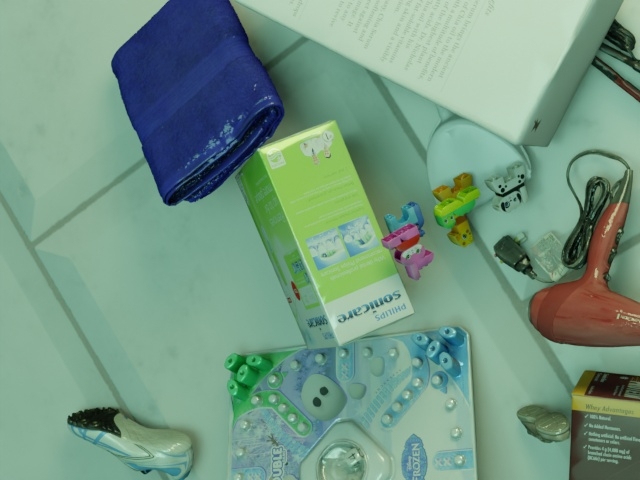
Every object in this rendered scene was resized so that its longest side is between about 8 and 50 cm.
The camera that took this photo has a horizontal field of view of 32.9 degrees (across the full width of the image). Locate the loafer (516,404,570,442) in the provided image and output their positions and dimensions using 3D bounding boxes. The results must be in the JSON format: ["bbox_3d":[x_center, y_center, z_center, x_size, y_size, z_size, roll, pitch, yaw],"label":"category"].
[{"bbox_3d":[0.313,0.260,1.494,0.045,0.125,0.039,-22,100,-12],"label":"loafer"}]

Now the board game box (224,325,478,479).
[{"bbox_3d":[0.030,0.326,1.549,0.390,0.050,0.389,-10,66,22],"label":"board game box"}]

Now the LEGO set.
[{"bbox_3d":[0.177,-0.019,1.463,0.227,0.087,0.093,-29,113,-17],"label":"LEGO set"}]

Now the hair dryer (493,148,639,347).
[{"bbox_3d":[0.348,0.031,1.392,0.223,0.080,0.293,-50,48,24],"label":"hair dryer"}]

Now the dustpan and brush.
[{"bbox_3d":[0.189,-0.150,1.518,0.147,0.060,0.211,-31,92,25],"label":"dustpan and brush"}]

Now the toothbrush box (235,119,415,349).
[{"bbox_3d":[0.000,0.000,1.513,0.122,0.206,0.283,-24,90,-15],"label":"toothbrush box"}]

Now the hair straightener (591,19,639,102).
[{"bbox_3d":[0.404,-0.250,1.425,0.230,0.047,0.089,42,109,16],"label":"hair straightener"}]

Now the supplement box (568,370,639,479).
[{"bbox_3d":[0.433,0.289,1.436,0.191,0.129,0.194,4,99,21],"label":"supplement box"}]

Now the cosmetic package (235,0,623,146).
[{"bbox_3d":[0.136,-0.322,1.429,0.453,0.161,0.230,31,105,20],"label":"cosmetic package"}]

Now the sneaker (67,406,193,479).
[{"bbox_3d":[-0.315,0.333,1.766,0.237,0.085,0.086,14,110,23],"label":"sneaker"}]

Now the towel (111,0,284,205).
[{"bbox_3d":[-0.180,-0.219,1.583,0.228,0.076,0.308,-38,55,17],"label":"towel"}]
